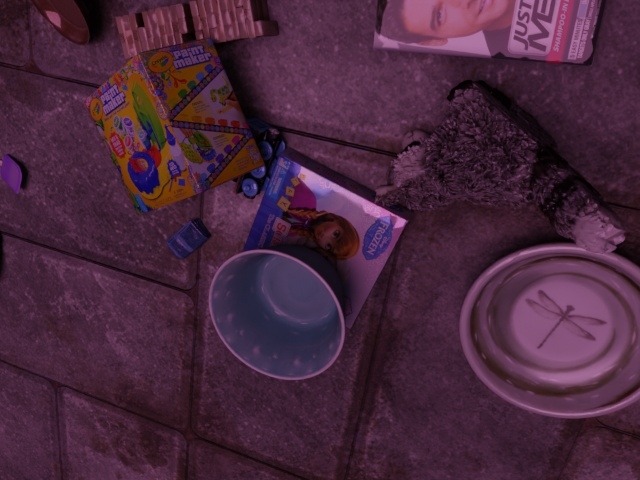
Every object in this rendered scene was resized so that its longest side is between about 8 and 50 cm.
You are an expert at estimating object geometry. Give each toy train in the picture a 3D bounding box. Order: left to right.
[{"bbox_3d":[-0.152,-0.184,1.268,0.105,0.080,0.184,35,121,14],"label":"toy train"}]

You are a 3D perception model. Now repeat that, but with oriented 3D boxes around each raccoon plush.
[{"bbox_3d":[0.263,-0.078,0.991,0.216,0.446,0.299,22,124,-27],"label":"raccoon plush"}]

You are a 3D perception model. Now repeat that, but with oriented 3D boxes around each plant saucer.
[{"bbox_3d":[-0.587,-0.537,1.261,0.199,0.036,0.198,31,154,17],"label":"plant saucer"},{"bbox_3d":[0.495,0.176,1.159,0.401,0.100,0.400,7,113,18],"label":"plant saucer"}]

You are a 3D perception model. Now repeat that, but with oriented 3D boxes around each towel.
[{"bbox_3d":[-0.341,-0.002,1.436,0.119,0.029,0.067,-34,97,28],"label":"towel"}]

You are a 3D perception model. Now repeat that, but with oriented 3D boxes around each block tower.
[{"bbox_3d":[-0.262,-0.456,1.186,0.336,0.091,0.097,0,112,20],"label":"block tower"}]

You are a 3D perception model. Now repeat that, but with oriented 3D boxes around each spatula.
[{"bbox_3d":[-0.941,-0.239,1.561,0.297,0.030,0.084,32,117,6],"label":"spatula"}]

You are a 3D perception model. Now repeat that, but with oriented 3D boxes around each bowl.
[{"bbox_3d":[-0.071,0.132,1.240,0.312,0.163,0.311,8,116,18],"label":"bowl"}]

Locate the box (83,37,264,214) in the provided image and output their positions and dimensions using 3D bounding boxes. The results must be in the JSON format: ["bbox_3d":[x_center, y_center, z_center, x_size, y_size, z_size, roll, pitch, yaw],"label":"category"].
[{"bbox_3d":[-0.315,-0.232,1.193,0.290,0.177,0.279,-11,105,48],"label":"box"}]

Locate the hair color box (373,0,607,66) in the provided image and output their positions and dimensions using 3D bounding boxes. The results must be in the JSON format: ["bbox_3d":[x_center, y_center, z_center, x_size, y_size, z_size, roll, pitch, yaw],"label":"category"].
[{"bbox_3d":[0.292,-0.419,0.983,0.375,0.113,0.185,11,115,17],"label":"hair color box"}]

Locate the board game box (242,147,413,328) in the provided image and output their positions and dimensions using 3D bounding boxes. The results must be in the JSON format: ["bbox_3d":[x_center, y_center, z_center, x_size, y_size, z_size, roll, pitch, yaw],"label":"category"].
[{"bbox_3d":[0.000,0.000,1.289,0.318,0.066,0.318,28,119,8],"label":"board game box"}]
